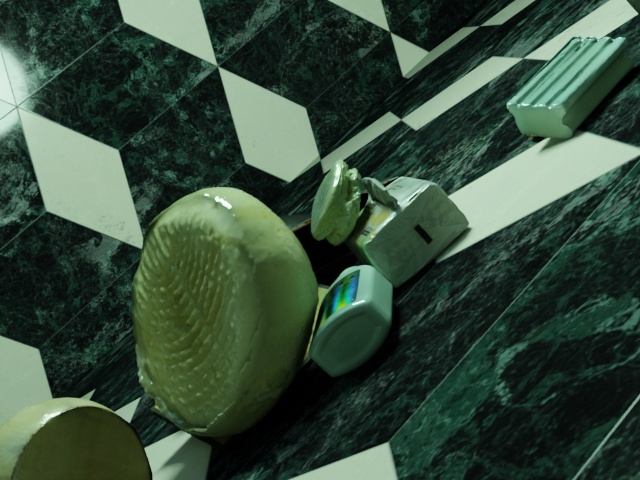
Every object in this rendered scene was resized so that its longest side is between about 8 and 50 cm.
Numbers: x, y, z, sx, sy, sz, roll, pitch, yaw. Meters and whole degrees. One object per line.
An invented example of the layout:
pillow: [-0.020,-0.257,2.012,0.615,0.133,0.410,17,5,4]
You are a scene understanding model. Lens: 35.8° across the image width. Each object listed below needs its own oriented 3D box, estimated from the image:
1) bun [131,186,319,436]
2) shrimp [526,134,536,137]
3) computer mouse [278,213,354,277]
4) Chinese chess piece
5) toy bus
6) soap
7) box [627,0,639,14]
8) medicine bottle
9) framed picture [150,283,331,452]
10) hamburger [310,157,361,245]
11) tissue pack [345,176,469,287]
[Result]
bun: [-0.127,0.104,1.482,0.202,0.364,0.364,0,-20,-38]
shrimp: [0.402,-0.237,1.691,0.184,0.043,0.091,-48,9,-32]
computer mouse: [-0.089,0.016,1.900,0.323,0.116,0.183,-12,12,-5]
Chinese chess piece: [-0.353,0.346,1.364,0.104,0.257,0.257,-7,30,39]
toy bus: [0.000,0.000,1.750,0.408,0.093,0.092,-28,9,-33]
soap: [0.403,-0.249,1.592,0.198,0.063,0.114,-44,34,-23]
box: [0.620,-0.498,1.737,0.210,0.148,0.129,-37,-1,23]
medicine bottle: [0.048,0.101,1.424,0.121,0.083,0.229,-45,9,15]
framed picture: [-0.103,0.188,1.615,0.339,0.014,0.255,-45,28,-22]
hamburger: [0.027,-0.060,1.619,0.140,0.062,0.133,-80,13,-45]
tissue pack: [0.113,-0.036,1.602,0.159,0.145,0.229,-42,9,-2]
